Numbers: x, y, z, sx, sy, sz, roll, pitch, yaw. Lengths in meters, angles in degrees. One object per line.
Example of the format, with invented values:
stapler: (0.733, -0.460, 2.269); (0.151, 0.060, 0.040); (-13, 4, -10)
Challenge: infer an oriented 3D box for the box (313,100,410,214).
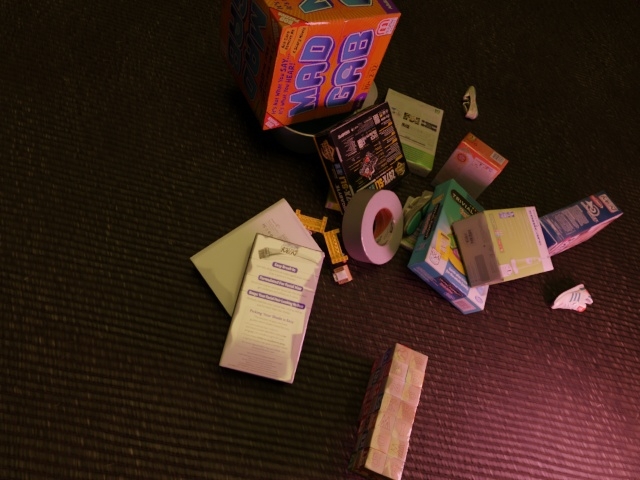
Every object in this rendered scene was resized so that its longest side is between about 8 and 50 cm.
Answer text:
box: (0.140, -0.263, 1.523); (0.322, 0.079, 0.257); (-38, 116, -40)

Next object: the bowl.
bowl: (-0.053, -0.410, 1.615); (0.311, 0.163, 0.312); (8, 59, -13)

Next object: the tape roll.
tape roll: (0.158, -0.042, 1.436); (0.072, 0.219, 0.219); (9, 45, 41)

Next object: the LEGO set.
LEGO set: (0.000, 0.000, 1.453); (0.287, 0.107, 0.132); (38, 92, 2)

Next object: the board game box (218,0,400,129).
board game box: (-0.055, -0.604, 1.419); (0.356, 0.356, 0.357); (-18, 66, -24)

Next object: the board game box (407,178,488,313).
board game box: (0.426, 0.014, 1.507); (0.253, 0.079, 0.336); (38, 55, -18)

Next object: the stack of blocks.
stack of blocks: (0.158, 0.422, 1.187); (0.087, 0.171, 0.297); (23, 58, -2)

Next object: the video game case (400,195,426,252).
video game case: (0.348, -0.025, 1.591); (0.212, 0.023, 0.193); (29, 57, 1)

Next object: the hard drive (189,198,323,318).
hard drive: (-0.168, 0.048, 1.332); (0.307, 0.040, 0.203); (-35, 88, -19)

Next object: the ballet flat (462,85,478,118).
ballet flat: (0.596, -0.559, 1.956); (0.052, 0.057, 0.168); (4, 59, -2)

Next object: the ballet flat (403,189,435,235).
ballet flat: (0.306, -0.091, 1.572); (0.068, 0.072, 0.213); (25, 51, 31)

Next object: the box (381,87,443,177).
box: (0.313, -0.395, 1.778); (0.232, 0.058, 0.322); (21, 56, -3)

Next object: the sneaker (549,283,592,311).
sneaker: (0.816, 0.198, 1.576); (0.161, 0.057, 0.075); (-17, 61, -27)

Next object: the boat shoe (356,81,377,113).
boat shoe: (0.140, -0.487, 1.758); (0.114, 0.091, 0.303); (24, 53, -25)

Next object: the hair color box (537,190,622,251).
hair color box: (0.828, -0.039, 1.648); (0.347, 0.174, 0.105); (-20, 67, -25)

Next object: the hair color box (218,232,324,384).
hair color box: (-0.124, 0.171, 1.239); (0.185, 0.110, 0.339); (17, 75, -8)

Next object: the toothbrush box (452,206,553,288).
toothbrush box: (0.552, 0.017, 1.467); (0.283, 0.122, 0.206); (-7, 79, -37)

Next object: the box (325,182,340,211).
box: (0.082, -0.174, 1.589); (0.109, 0.042, 0.178); (15, 58, -8)

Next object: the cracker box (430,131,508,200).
cracker box: (0.488, -0.223, 1.622); (0.155, 0.232, 0.067); (40, 57, 8)
